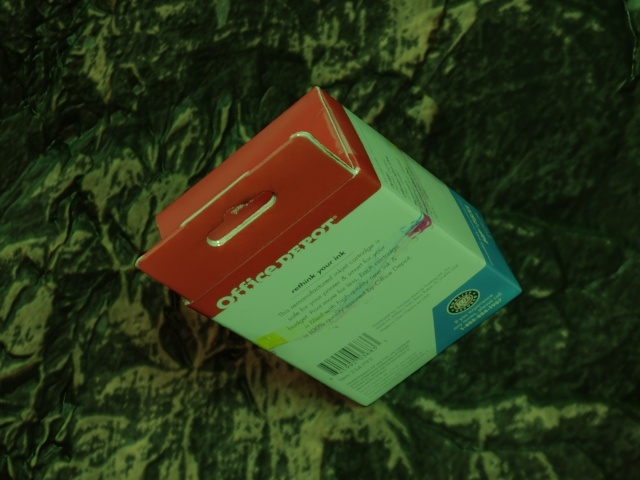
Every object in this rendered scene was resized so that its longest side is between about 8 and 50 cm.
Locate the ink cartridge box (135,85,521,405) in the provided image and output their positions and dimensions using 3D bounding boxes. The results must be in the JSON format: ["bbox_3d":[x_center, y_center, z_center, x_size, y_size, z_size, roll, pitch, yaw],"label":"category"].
[{"bbox_3d":[0.000,0.000,1.034,0.134,0.231,0.078,-38,48,17],"label":"ink cartridge box"}]
